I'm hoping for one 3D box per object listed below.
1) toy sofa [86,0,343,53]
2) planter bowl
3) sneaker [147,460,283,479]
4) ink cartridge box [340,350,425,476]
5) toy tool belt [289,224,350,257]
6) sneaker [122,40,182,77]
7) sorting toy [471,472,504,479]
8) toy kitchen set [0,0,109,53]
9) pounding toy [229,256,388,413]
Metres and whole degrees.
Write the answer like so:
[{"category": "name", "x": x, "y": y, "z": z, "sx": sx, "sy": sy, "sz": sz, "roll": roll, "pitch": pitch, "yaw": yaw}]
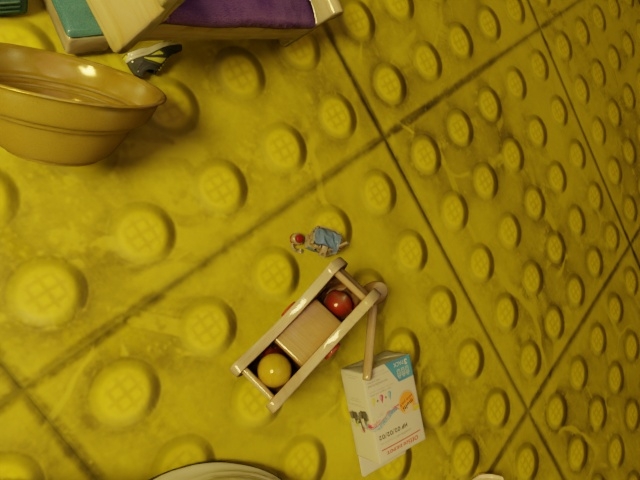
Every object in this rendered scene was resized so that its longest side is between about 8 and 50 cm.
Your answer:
[{"category": "toy sofa", "x": -0.098, "y": -0.339, "z": 0.572, "sx": 0.363, "sy": 0.177, "sz": 0.150, "roll": -36, "pitch": 105, "yaw": -54}, {"category": "planter bowl", "x": -0.286, "y": -0.139, "z": 0.511, "sx": 0.217, "sy": 0.217, "sz": 0.090, "roll": 3, "pitch": 118, "yaw": -34}, {"category": "sneaker", "x": -0.164, "y": 0.340, "z": 0.458, "sx": 0.448, "sy": 0.258, "sz": 0.168, "roll": 14, "pitch": 76, "yaw": -32}, {"category": "ink cartridge box", "x": 0.105, "y": 0.283, "z": 0.763, "sx": 0.105, "sy": 0.062, "sz": 0.181, "roll": -12, "pitch": 91, "yaw": -34}, {"category": "toy tool belt", "x": 0.000, "y": 0.000, "z": 0.735, "sx": 0.084, "sy": 0.051, "sz": 0.052, "roll": 11, "pitch": 78, "yaw": -32}, {"category": "sneaker", "x": -0.222, "y": -0.243, "z": 0.635, "sx": 0.083, "sy": 0.031, "sz": 0.035, "roll": -32, "pitch": 115, "yaw": -28}, {"category": "sorting toy", "x": 0.304, "y": 0.488, "z": 0.885, "sx": 0.083, "sy": 0.045, "sz": 0.075, "roll": -12, "pitch": 98, "yaw": -35}, {"category": "toy kitchen set", "x": -0.328, "y": -0.278, "z": 0.476, "sx": 0.207, "sy": 0.166, "sz": 0.122, "roll": -24, "pitch": 92, "yaw": -34}, {"category": "pounding toy", "x": 0.024, "y": 0.133, "z": 0.644, "sx": 0.155, "sy": 0.154, "sz": 0.269, "roll": 43, "pitch": 60, "yaw": 9}]
